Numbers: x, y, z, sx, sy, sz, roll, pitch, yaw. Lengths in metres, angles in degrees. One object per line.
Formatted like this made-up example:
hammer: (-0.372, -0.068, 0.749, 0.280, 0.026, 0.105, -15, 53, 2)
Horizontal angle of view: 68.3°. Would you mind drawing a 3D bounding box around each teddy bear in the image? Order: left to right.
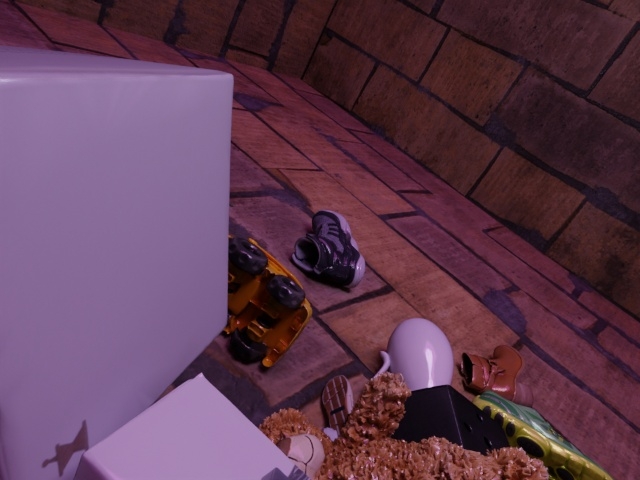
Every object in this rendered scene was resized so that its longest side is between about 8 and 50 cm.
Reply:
teddy bear: (0.072, 0.268, 0.487, 0.338, 0.245, 0.113, 26, -17, 19)

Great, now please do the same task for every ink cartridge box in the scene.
ink cartridge box: (-0.072, 0.307, 0.392, 0.308, 0.223, 0.129, 37, 29, 16)

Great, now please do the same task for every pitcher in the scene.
pitcher: (0.164, 0.246, 0.883, 0.178, 0.125, 0.207, 10, 40, -5)

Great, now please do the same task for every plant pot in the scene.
plant pot: (0.159, 0.311, 0.635, 0.187, 0.167, 0.188, 40, 24, -16)

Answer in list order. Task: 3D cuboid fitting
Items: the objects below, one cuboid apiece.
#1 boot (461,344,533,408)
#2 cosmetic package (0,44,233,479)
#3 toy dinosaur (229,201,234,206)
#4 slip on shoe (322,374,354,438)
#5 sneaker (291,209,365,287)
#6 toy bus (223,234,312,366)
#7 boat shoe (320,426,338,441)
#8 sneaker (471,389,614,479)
boot: (0.389, 0.286, 1.078, 0.153, 0.072, 0.197, 22, 24, -6)
cosmetic package: (-0.336, -0.016, 0.462, 0.394, 0.328, 0.327, 11, 22, 14)
toy dinosaur: (-0.316, -0.043, 0.941, 0.314, 0.121, 0.160, 8, 45, -45)
slip on shoe: (0.037, 0.279, 0.768, 0.135, 0.052, 0.041, -108, 172, -65)
sneaker: (0.000, 0.000, 1.158, 0.153, 0.101, 0.268, 15, 32, -33)
toy bus: (-0.105, 0.098, 0.860, 0.220, 0.149, 0.211, 39, 11, 14)
boat shoe: (-0.009, 0.337, 0.582, 0.076, 0.080, 0.228, 1, 38, -4)
sneaker: (0.423, 0.384, 0.888, 0.296, 0.109, 0.124, 36, 30, 14)
